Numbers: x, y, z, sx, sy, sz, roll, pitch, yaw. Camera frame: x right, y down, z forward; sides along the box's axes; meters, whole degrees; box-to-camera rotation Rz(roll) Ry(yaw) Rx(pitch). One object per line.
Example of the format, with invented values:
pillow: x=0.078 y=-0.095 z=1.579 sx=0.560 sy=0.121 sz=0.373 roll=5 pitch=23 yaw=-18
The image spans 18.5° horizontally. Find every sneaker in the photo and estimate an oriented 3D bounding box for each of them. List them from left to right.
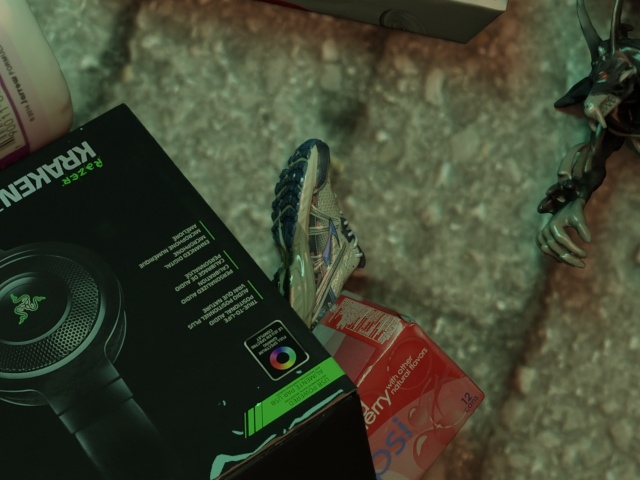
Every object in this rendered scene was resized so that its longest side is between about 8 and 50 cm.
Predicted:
sneaker: x=0.000 y=0.000 z=1.316 sx=0.058 sy=0.052 sz=0.135 roll=4 pitch=90 yaw=-22

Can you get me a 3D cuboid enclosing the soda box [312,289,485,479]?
soda box: x=-0.017 y=0.165 z=1.257 sx=0.263 sy=0.083 sz=0.092 roll=-51 pitch=121 yaw=-12

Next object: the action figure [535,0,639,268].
action figure: x=0.237 y=-0.036 z=1.311 sx=0.276 sy=0.164 sz=0.141 roll=57 pitch=45 yaw=-9

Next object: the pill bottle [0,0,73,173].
pill bottle: x=-0.316 y=-0.064 z=1.187 sx=0.301 sy=0.169 sz=0.169 roll=-31 pitch=91 yaw=-14

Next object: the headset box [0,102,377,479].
headset box: x=-0.136 y=0.101 z=1.162 sx=0.246 sy=0.131 sz=0.283 roll=-31 pitch=58 yaw=-13

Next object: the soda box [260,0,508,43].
soda box: x=-0.017 y=-0.210 z=1.304 sx=0.286 sy=0.098 sz=0.091 roll=10 pitch=81 yaw=-12
